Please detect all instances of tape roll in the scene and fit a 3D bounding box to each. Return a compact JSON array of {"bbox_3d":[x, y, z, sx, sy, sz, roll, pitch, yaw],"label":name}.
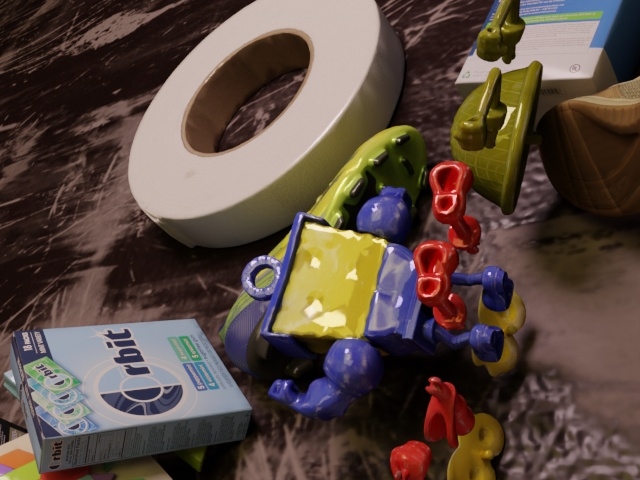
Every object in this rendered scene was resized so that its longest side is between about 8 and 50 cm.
[{"bbox_3d":[-0.079,-0.168,0.897,0.392,0.072,0.392,-21,47,25],"label":"tape roll"}]

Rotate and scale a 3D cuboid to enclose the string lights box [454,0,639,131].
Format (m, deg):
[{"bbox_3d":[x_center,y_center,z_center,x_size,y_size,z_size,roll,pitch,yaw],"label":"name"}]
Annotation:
[{"bbox_3d":[0.246,-0.230,0.677,0.133,0.077,0.260,10,65,43],"label":"string lights box"}]

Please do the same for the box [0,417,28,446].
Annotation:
[{"bbox_3d":[-0.273,0.275,0.643,0.077,0.147,0.180,-35,43,11],"label":"box"}]

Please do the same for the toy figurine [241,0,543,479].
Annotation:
[{"bbox_3d":[0.029,0.005,0.528,0.217,0.191,0.363,5,71,30],"label":"toy figurine"}]

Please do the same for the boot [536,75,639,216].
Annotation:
[{"bbox_3d":[0.298,-0.101,0.511,0.203,0.095,0.262,-24,3,-13],"label":"boot"}]

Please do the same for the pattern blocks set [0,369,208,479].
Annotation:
[{"bbox_3d":[-0.200,0.216,0.579,0.324,0.026,0.285,25,31,18],"label":"pattern blocks set"}]

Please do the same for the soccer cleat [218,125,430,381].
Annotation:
[{"bbox_3d":[-0.001,0.000,0.686,0.121,0.093,0.289,18,70,53],"label":"soccer cleat"}]

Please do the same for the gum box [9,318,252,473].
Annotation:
[{"bbox_3d":[-0.180,0.136,0.662,0.157,0.184,0.041,43,125,48],"label":"gum box"}]
